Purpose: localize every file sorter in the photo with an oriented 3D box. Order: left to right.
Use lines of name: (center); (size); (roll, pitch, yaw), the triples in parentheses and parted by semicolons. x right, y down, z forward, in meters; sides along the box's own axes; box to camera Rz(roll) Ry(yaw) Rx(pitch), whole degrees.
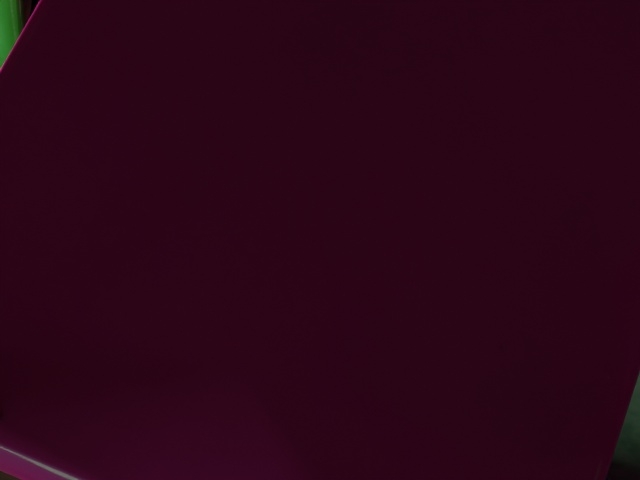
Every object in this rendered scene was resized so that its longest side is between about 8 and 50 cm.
file sorter: (0.000, 0.000, 0.642); (0.202, 0.290, 0.182); (22, 150, 2)

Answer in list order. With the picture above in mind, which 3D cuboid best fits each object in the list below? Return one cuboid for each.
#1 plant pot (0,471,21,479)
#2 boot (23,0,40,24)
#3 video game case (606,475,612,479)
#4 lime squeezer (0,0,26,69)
plant pot: (-0.172, 0.107, 0.949); (0.263, 0.229, 0.263); (15, 145, 11)
boot: (-0.168, -0.122, 0.789); (0.106, 0.082, 0.219); (-9, 135, 7)
video game case: (0.082, 0.190, 1.062); (0.244, 0.061, 0.269); (-16, 131, 45)
lime squeezer: (-0.159, -0.191, 0.671); (0.110, 0.059, 0.310); (-13, 132, 33)
